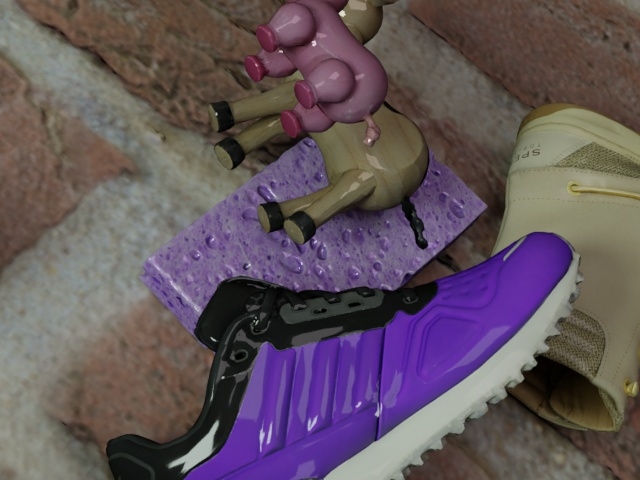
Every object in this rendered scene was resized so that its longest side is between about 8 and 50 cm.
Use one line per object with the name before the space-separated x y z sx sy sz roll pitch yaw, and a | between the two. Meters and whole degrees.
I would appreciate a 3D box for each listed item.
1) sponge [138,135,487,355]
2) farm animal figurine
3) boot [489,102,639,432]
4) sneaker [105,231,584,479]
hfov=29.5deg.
sponge | 0.000 0.000 0.779 0.117 0.031 0.210 47 59 6
farm animal figurine | -0.030 -0.196 0.740 0.172 0.330 0.327 -28 41 -25
boot | 0.226 0.044 0.804 0.262 0.095 0.203 27 59 -4
sneaker | 0.008 0.064 0.668 0.293 0.102 0.146 -39 84 -12
